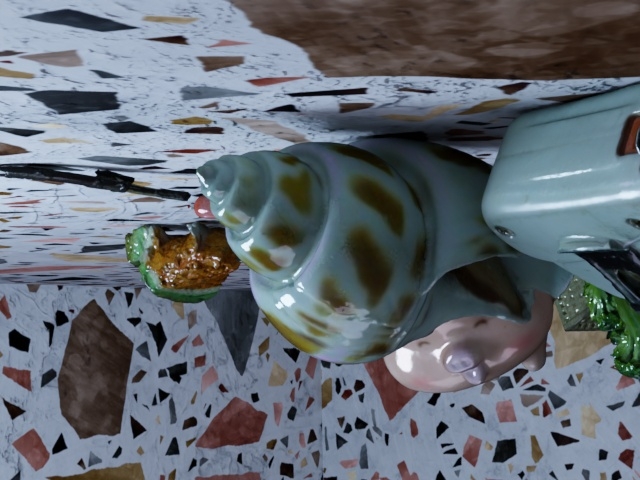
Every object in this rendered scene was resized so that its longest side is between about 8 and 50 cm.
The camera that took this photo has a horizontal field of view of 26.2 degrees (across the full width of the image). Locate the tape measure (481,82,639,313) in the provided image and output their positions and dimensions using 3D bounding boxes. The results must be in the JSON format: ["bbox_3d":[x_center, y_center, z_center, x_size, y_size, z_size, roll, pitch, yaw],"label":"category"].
[{"bbox_3d":[0.262,-0.023,1.082,0.246,0.125,0.243,29,164,-23],"label":"tape measure"}]

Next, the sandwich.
[{"bbox_3d":[-0.186,0.022,2.047,0.160,0.109,0.185,-25,164,23],"label":"sandwich"}]

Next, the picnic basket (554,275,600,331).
[{"bbox_3d":[0.438,0.037,1.990,0.196,0.154,0.134,2,149,-29],"label":"picnic basket"}]

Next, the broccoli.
[{"bbox_3d":[0.420,0.024,1.713,0.269,0.269,0.254,0,-149,-15],"label":"broccoli"}]

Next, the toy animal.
[{"bbox_3d":[0.181,0.047,1.591,0.237,0.269,0.326,-25,-151,25],"label":"toy animal"}]

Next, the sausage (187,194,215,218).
[{"bbox_3d":[-0.039,-0.045,1.624,0.253,0.034,0.034,-4,175,17],"label":"sausage"}]

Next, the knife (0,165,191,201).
[{"bbox_3d":[-0.230,-0.063,1.422,0.222,0.021,0.045,6,171,-30],"label":"knife"}]

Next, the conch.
[{"bbox_3d":[0.056,0.001,1.229,0.249,0.197,0.368,-25,167,38],"label":"conch"}]
